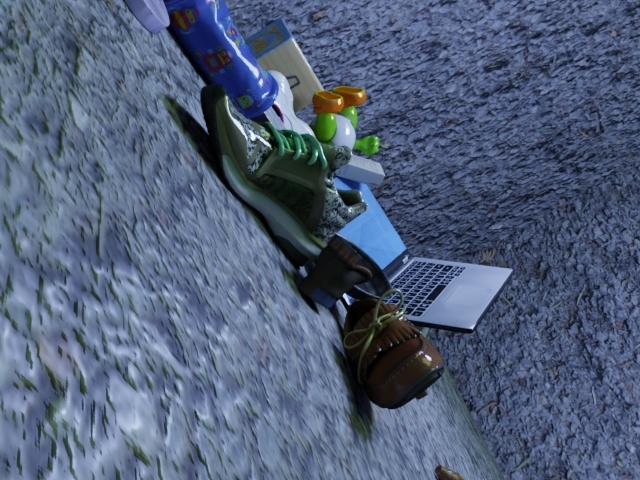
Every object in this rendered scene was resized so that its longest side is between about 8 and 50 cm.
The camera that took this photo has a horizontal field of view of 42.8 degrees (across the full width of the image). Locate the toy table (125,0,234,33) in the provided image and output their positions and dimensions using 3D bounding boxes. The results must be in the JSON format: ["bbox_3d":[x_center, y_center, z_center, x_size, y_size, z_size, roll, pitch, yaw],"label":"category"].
[{"bbox_3d":[-0.258,-0.471,1.362,0.252,0.160,0.274,53,8,-49],"label":"toy table"}]

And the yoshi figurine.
[{"bbox_3d":[0.067,-0.232,2.278,0.203,0.203,0.362,-92,-176,-65],"label":"yoshi figurine"}]

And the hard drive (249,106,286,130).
[{"bbox_3d":[-0.132,-0.272,1.899,0.339,0.064,0.237,58,6,-25],"label":"hard drive"}]

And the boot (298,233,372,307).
[{"bbox_3d":[0.021,0.061,1.371,0.082,0.106,0.219,43,-3,18],"label":"boot"}]

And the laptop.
[{"bbox_3d":[0.190,0.003,1.803,0.382,0.407,0.236,-34,127,-59],"label":"laptop"}]

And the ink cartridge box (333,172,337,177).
[{"bbox_3d":[0.019,-0.149,2.078,0.160,0.092,0.219,41,7,-23],"label":"ink cartridge box"}]

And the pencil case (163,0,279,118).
[{"bbox_3d":[-0.198,-0.385,1.612,0.306,0.119,0.133,56,23,-37],"label":"pencil case"}]

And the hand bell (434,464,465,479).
[{"bbox_3d":[0.306,0.519,1.604,0.242,0.126,0.126,44,11,-18],"label":"hand bell"}]

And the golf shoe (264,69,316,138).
[{"bbox_3d":[-0.103,-0.289,2.144,0.306,0.115,0.140,60,31,-30],"label":"golf shoe"}]

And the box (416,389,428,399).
[{"bbox_3d":[0.204,0.288,2.081,0.136,0.036,0.225,57,5,-26],"label":"box"}]

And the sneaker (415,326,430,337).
[{"bbox_3d":[0.189,0.209,1.896,0.108,0.100,0.271,48,22,-19],"label":"sneaker"}]

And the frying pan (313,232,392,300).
[{"bbox_3d":[0.001,0.013,1.545,0.326,0.053,0.197,34,20,-11],"label":"frying pan"}]

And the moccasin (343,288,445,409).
[{"bbox_3d":[0.105,0.164,1.329,0.147,0.139,0.380,54,5,-8],"label":"moccasin"}]

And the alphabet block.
[{"bbox_3d":[-0.127,-0.473,2.304,0.197,0.193,0.192,56,8,-34],"label":"alphabet block"}]

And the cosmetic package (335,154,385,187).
[{"bbox_3d":[0.090,-0.169,1.944,0.115,0.041,0.060,16,31,-21],"label":"cosmetic package"}]

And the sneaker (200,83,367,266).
[{"bbox_3d":[-0.048,-0.128,1.300,0.410,0.182,0.158,51,10,-52],"label":"sneaker"}]
